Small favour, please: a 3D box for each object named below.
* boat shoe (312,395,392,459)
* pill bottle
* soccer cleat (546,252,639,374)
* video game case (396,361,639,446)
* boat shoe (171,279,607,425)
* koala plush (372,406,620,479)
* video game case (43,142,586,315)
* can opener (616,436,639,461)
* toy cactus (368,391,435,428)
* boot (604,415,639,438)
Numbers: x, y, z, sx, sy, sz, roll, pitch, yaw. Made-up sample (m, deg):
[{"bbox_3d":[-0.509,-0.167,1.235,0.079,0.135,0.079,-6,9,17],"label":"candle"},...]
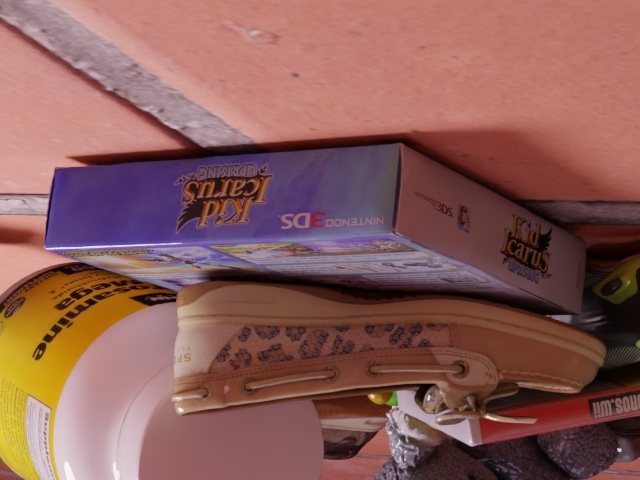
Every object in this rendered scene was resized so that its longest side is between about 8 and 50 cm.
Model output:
[{"bbox_3d":[-0.049,0.184,1.981,0.285,0.092,0.103,5,-153,-42],"label":"boat shoe"},{"bbox_3d":[-0.134,0.128,1.473,0.188,0.188,0.334,13,-179,-28],"label":"pill bottle"},{"bbox_3d":[0.240,0.040,1.335,0.121,0.093,0.289,-26,-171,-36],"label":"soccer cleat"},{"bbox_3d":[0.217,0.103,1.452,0.285,0.025,0.204,-9,-176,-11],"label":"video game case"},{"bbox_3d":[0.044,0.084,1.291,0.285,0.089,0.104,5,168,2],"label":"boat shoe"},{"bbox_3d":[0.117,0.231,1.732,0.203,0.196,0.221,13,-174,36],"label":"koala plush"},{"bbox_3d":[0.000,0.000,1.283,0.269,0.061,0.244,-2,167,33],"label":"video game case"},{"bbox_3d":[0.235,0.193,2.101,0.283,0.076,0.095,-6,-165,43],"label":"can opener"},{"bbox_3d":[0.111,0.082,1.586,0.219,0.112,0.180,17,145,-33],"label":"toy cactus"},{"bbox_3d":[0.291,0.120,1.733,0.219,0.082,0.106,0,145,45],"label":"boot"}]
